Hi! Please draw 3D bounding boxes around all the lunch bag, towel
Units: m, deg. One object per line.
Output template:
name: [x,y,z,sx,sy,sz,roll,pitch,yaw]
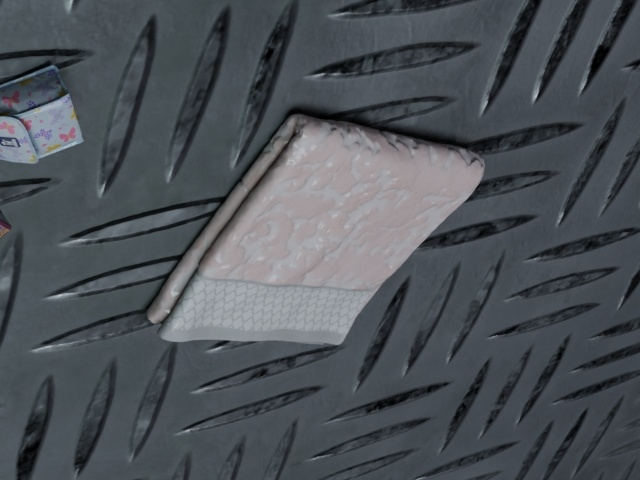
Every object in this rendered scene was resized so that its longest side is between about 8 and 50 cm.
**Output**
lunch bag: [-0.263,-0.108,1.536,0.083,0.053,0.071,-20,145,-9]
towel: [0.000,0.000,1.947,0.332,0.053,0.317,7,128,-50]

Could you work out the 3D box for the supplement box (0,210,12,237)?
supplement box: [-0.337,-0.022,1.585,0.055,0.043,0.083,-40,148,6]
